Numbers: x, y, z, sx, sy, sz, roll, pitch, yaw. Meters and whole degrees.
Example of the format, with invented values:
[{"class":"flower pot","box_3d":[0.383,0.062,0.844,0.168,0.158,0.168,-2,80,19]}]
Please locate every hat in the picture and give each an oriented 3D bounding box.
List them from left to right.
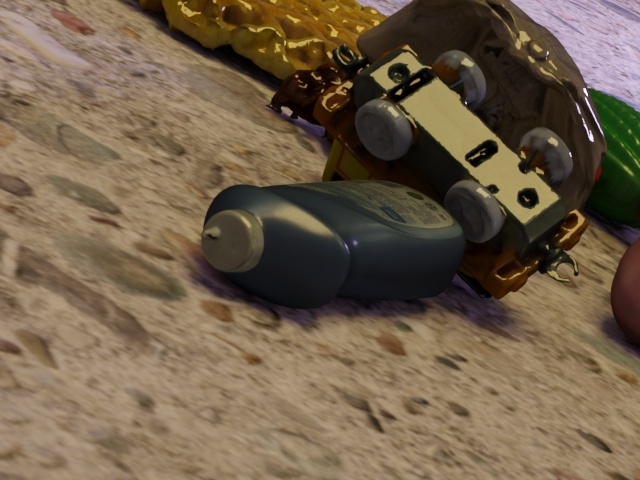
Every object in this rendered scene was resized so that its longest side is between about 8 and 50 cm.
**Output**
[{"class":"hat","box_3d":[0.151,-0.112,1.445,0.214,0.149,0.245,49,28,4]}]

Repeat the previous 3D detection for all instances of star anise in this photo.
[{"class":"star anise","box_3d":[0.033,-0.091,1.430,0.097,0.070,0.190,19,20,-29]}]

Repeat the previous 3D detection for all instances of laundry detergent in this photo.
[{"class":"laundry detergent","box_3d":[0.001,-0.001,1.110,0.097,0.061,0.206,38,20,27]}]

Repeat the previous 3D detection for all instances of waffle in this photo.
[{"class":"waffle","box_3d":[-0.030,-0.194,1.667,0.307,0.060,0.312,34,18,21]}]

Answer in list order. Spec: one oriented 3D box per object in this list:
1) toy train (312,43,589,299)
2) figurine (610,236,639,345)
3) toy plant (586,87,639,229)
[{"class":"toy train","box_3d":[0.080,-0.039,1.244,0.089,0.127,0.219,-36,72,-31]},{"class":"figurine","box_3d":[0.351,0.002,1.351,0.270,0.211,0.261,31,17,20]},{"class":"toy plant","box_3d":[0.248,-0.063,1.623,0.155,0.088,0.240,26,20,-5]}]
